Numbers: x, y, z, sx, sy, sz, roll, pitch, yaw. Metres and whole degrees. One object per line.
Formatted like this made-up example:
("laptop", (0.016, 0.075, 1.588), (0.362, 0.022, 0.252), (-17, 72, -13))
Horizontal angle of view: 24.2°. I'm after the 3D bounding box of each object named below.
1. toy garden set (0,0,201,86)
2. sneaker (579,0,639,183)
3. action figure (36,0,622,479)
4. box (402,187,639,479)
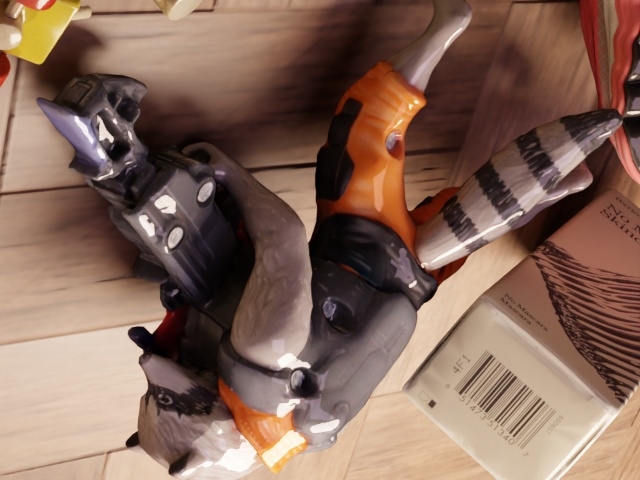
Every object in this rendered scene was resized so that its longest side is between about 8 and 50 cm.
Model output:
("toy garden set", (-0.067, -0.172, 0.709), (0.204, 0.049, 0.244), (-48, 168, 36))
("sneaker", (0.195, -0.188, 0.908), (0.116, 0.136, 0.314), (-6, 108, -10))
("action figure", (0.000, 0.000, 0.864), (0.330, 0.178, 0.341), (-51, 144, -5))
("box", (0.169, 0.060, 1.001), (0.094, 0.113, 0.275), (-54, 170, 29))
